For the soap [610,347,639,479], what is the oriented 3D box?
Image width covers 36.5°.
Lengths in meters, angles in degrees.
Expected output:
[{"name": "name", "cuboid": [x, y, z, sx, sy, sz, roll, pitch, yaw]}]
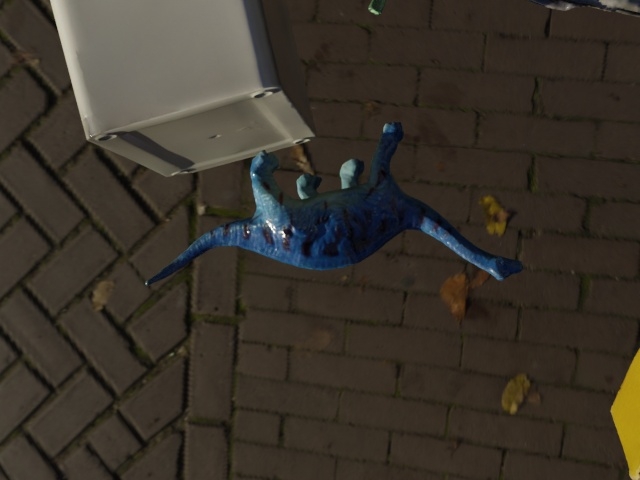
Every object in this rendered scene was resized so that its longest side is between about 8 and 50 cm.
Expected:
[{"name": "soap", "cuboid": [0.312, 0.106, 0.640, 0.232, 0.073, 0.140, -24, 117, 18]}]

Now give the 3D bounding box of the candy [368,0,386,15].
[{"name": "candy", "cuboid": [0.118, -0.430, 1.377, 0.073, 0.077, 0.262, 24, 71, -5]}]

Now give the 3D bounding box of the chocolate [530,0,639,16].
[{"name": "chocolate", "cuboid": [0.257, -0.319, 0.873, 0.303, 0.303, 0.213, 15, 109, 10]}]

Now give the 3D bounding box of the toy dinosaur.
[{"name": "toy dinosaur", "cuboid": [0.011, -0.027, 0.875, 0.329, 0.076, 0.144, -1, 64, 3]}]

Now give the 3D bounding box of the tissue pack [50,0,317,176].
[{"name": "tissue pack", "cuboid": [-0.103, -0.148, 0.818, 0.160, 0.246, 0.135, -15, 84, 5]}]
